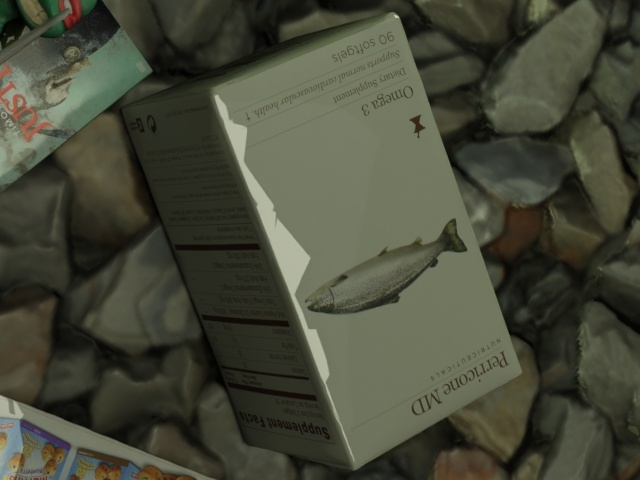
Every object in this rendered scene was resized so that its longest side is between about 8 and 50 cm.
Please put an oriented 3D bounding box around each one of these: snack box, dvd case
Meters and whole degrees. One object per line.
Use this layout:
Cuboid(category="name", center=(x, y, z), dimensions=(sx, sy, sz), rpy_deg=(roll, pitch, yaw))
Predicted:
Cuboid(category="snack box", center=(-0.086, 0.130, 0.740), dimensions=(0.178, 0.022, 0.064), rpy_deg=(26, 78, -27))
Cuboid(category="dvd case", center=(-0.144, -0.075, 0.715), dimensions=(0.119, 0.013, 0.087), rpy_deg=(-41, 108, -21))

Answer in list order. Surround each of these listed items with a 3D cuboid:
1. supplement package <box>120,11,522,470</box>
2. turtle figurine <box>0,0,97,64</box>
Cuboid(category="supplement package", center=(0.000, 0.000, 0.742), dimensions=(0.105, 0.105, 0.179), rpy_deg=(-27, 102, -28))
Cuboid(category="turtle figurine", center=(-0.175, -0.099, 0.629), dimensions=(0.234, 0.118, 0.175), rpy_deg=(-8, 75, -7))
